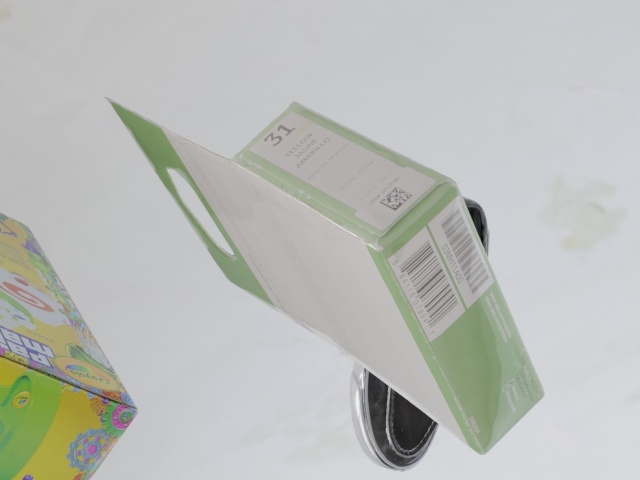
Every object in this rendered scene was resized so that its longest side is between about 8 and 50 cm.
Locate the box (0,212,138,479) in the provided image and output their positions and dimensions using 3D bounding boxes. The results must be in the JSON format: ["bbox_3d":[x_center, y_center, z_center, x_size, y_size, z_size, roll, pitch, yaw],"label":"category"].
[{"bbox_3d":[-0.326,0.062,0.884,0.290,0.279,0.177,31,-81,-38],"label":"box"}]

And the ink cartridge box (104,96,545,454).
[{"bbox_3d":[0.000,0.000,0.688,0.056,0.235,0.171,-43,-46,-14],"label":"ink cartridge box"}]

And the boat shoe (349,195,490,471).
[{"bbox_3d":[0.112,0.099,1.314,0.108,0.102,0.301,12,-87,-25],"label":"boat shoe"}]
